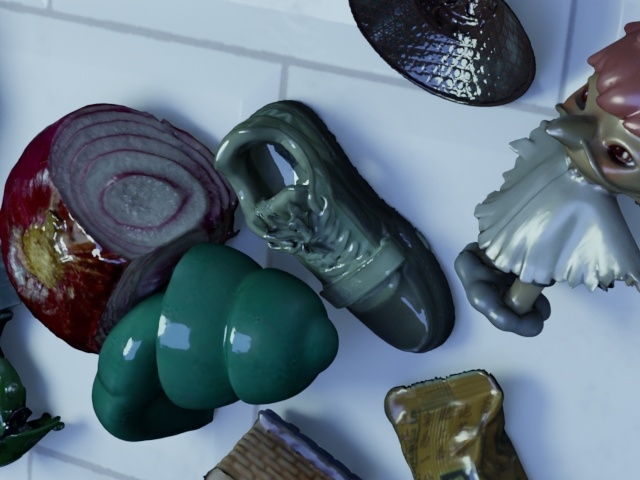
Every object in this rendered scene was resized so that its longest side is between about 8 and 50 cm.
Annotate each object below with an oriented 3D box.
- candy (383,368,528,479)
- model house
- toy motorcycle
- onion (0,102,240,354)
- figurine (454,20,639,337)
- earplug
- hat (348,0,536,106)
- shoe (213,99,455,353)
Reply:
[{"bbox_3d":[0.158,0.253,1.645,0.143,0.101,0.271,-25,84,37],"label":"candy"},{"bbox_3d":[-0.044,0.276,1.728,0.166,0.172,0.183,35,127,1],"label":"model house"},{"bbox_3d":[-0.368,0.134,1.883,0.187,0.125,0.274,11,108,35],"label":"toy motorcycle"},{"bbox_3d":[-0.226,-0.011,1.718,0.206,0.216,0.207,45,127,17],"label":"onion"},{"bbox_3d":[0.257,-0.081,1.454,0.387,0.166,0.207,-54,37,31],"label":"figurine"},{"bbox_3d":[-0.104,0.121,1.672,0.280,0.164,0.257,1,122,28],"label":"earplug"},{"bbox_3d":[0.125,-0.214,1.551,0.193,0.082,0.193,27,152,16],"label":"hat"},{"bbox_3d":[0.001,-0.001,1.629,0.109,0.149,0.293,-41,81,29],"label":"shoe"}]
